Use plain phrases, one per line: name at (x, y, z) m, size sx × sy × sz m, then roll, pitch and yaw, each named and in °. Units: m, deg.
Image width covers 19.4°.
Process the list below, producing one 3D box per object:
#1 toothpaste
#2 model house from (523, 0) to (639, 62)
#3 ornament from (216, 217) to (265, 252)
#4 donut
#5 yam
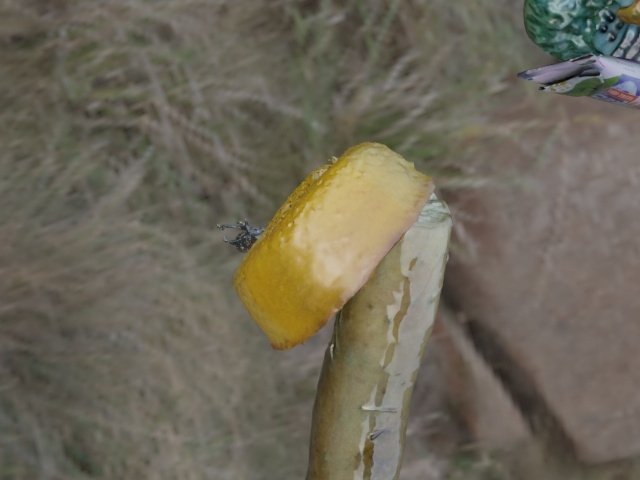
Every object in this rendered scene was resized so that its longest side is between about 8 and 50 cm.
toothpaste at (0.165, -0.089, 1.035) m, size 0.170 × 0.045 × 0.028 m, roll 2°, pitch 82°, yaw -58°
model house at (0.375, -0.225, 1.849) m, size 0.226 × 0.261 × 0.241 m, roll 22°, pitch 23°, yaw -39°
ornament at (-0.080, -0.001, 2.152) m, size 0.125 × 0.073 × 0.028 m, roll 17°, pitch 72°, yaw -51°
donut at (0.000, 0.000, 0.795) m, size 0.043 × 0.108 × 0.097 m, roll 41°, pitch 70°, yaw -6°
yam at (0.029, 0.105, 1.219) m, size 0.071 × 0.067 × 0.317 m, roll -61°, pitch 165°, yaw -59°
